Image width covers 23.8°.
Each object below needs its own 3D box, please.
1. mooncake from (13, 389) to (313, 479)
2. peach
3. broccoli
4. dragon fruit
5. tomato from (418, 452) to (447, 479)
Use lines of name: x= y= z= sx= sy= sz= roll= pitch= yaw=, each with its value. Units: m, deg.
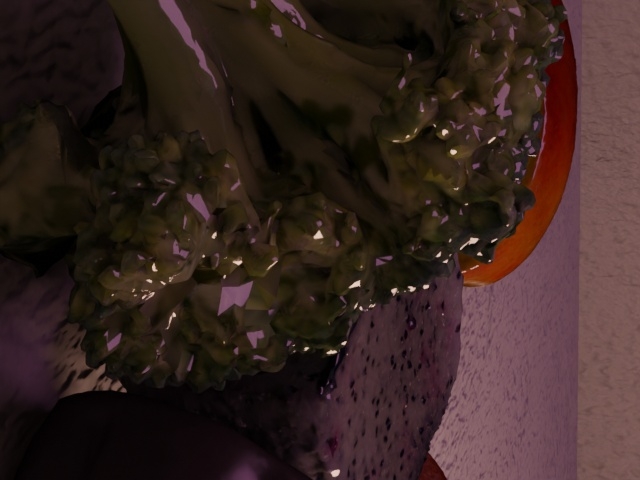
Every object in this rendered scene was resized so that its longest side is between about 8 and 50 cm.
mooncake: x=-0.077 y=0.197 z=0.939 sx=0.245 sy=0.245 sz=0.133 roll=62 pitch=46 yaw=-59
peach: x=0.125 y=-0.141 z=1.471 sx=0.306 sy=0.242 sz=0.380 roll=17 pitch=73 yaw=-83
broccoli: x=-0.030 y=-0.070 z=0.897 sx=0.338 sy=0.317 sz=0.277 roll=-55 pitch=-143 yaw=21
dragon fruit: x=-0.027 y=0.074 z=1.092 sx=0.283 sy=0.204 sz=0.221 roll=-61 pitch=147 yaw=-41
tomato: x=0.029 y=0.281 z=1.354 sx=0.232 sy=0.188 sz=0.232 roll=6 pitch=90 yaw=-71
